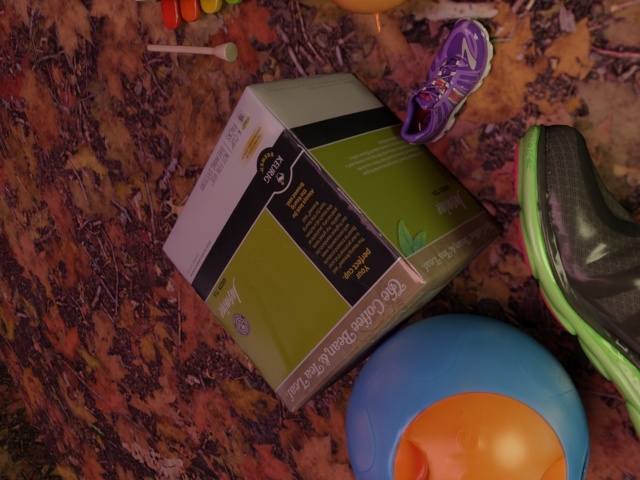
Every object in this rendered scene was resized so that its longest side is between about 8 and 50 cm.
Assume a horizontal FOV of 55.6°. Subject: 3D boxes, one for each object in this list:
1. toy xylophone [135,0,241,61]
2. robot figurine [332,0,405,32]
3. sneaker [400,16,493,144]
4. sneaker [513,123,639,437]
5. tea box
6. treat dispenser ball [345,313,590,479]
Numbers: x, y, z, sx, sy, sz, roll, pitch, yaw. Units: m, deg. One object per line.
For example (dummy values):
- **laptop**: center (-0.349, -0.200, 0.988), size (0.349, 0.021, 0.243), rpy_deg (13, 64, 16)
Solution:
- **toy xylophone**: center (-0.193, -0.407, 0.942), size (0.323, 0.081, 0.236), rpy_deg (21, 119, 32)
- **robot figurine**: center (0.055, -0.361, 0.699), size (0.158, 0.128, 0.219), rpy_deg (-18, 71, 58)
- **sneaker**: center (0.152, -0.189, 0.751), size (0.068, 0.071, 0.169), rpy_deg (37, 126, 23)
- **sneaker**: center (0.371, 0.070, 0.633), size (0.202, 0.185, 0.482), rpy_deg (-35, 86, 24)
- **tea box**: center (0.000, 0.000, 0.850), size (0.323, 0.220, 0.329), rpy_deg (50, 131, 14)
- **treat dispenser ball**: center (0.176, 0.235, 0.751), size (0.288, 0.288, 0.288), rpy_deg (16, 116, 35)
